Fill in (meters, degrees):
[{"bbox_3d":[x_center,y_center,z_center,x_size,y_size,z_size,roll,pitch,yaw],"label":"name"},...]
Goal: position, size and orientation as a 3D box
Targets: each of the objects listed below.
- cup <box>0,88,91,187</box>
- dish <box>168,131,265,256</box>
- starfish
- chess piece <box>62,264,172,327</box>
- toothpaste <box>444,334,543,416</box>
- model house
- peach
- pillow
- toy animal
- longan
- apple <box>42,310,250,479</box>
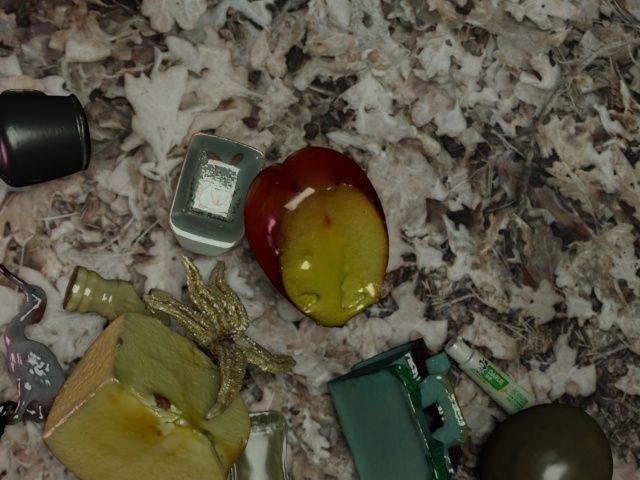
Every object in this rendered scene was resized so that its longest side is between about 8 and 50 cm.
[{"bbox_3d":[-0.529,-0.210,1.750,0.176,0.169,0.223,-12,53,-18],"label":"cup"},{"bbox_3d":[-0.211,-0.083,1.842,0.154,0.064,0.234,17,77,-10],"label":"dish"},{"bbox_3d":[-0.205,0.163,1.741,0.293,0.084,0.301,56,36,6],"label":"starfish"},{"bbox_3d":[-0.378,0.117,1.771,0.200,0.090,0.090,20,77,-21],"label":"chess piece"},{"bbox_3d":[0.380,0.313,1.928,0.314,0.056,0.058,41,120,-8],"label":"toothpaste"},{"bbox_3d":[0.201,0.343,1.813,0.249,0.230,0.280,-17,87,-40],"label":"model house"},{"bbox_3d":[0.000,0.000,1.769,0.281,0.281,0.338,-21,86,-15],"label":"peach"},{"bbox_3d":[-0.119,0.439,1.796,0.130,0.033,0.217,-3,82,-15],"label":"pillow"},{"bbox_3d":[-0.533,0.220,1.704,0.195,0.090,0.324,15,80,-11],"label":"toy animal"},{"bbox_3d":[0.439,0.446,1.817,0.258,0.258,0.258,2,81,-13],"label":"longan"},{"bbox_3d":[-0.292,0.314,1.670,0.309,0.252,0.314,40,68,-25],"label":"apple"}]
